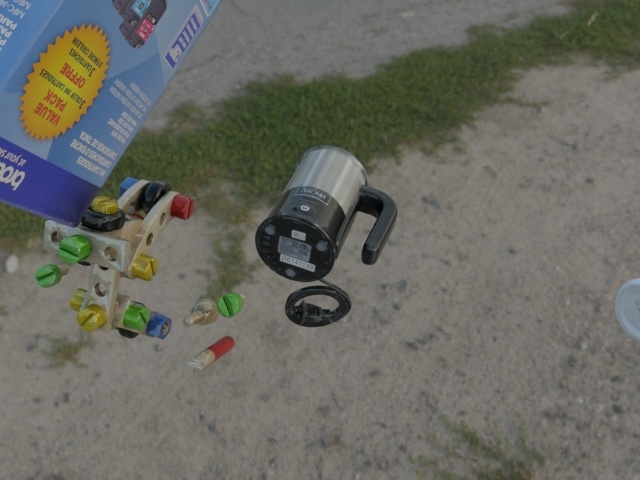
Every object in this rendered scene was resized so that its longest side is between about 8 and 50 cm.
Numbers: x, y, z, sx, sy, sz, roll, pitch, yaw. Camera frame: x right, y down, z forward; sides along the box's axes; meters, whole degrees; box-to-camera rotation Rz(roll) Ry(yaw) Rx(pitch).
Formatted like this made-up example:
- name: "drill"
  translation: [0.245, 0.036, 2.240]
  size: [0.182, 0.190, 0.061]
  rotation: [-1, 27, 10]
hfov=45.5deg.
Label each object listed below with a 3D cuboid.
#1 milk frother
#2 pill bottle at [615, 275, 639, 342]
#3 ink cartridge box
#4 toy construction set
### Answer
- name: "milk frother"
  translation: [0.000, 0.000, 0.816]
  size: [0.129, 0.143, 0.135]
  rotation: [31, 42, -3]
- name: "pill bottle"
  translation: [0.462, 0.071, 0.984]
  size: [0.160, 0.087, 0.087]
  rotation: [-17, 42, -32]
- name: "ink cartridge box"
  translation: [-0.255, -0.175, 0.694]
  size: [0.151, 0.270, 0.396]
  rotation: [33, 87, 7]
- name: "toy construction set"
  translation: [-0.265, 0.067, 1.077]
  size: [0.308, 0.257, 0.237]
  rotation: [40, 14, 5]
